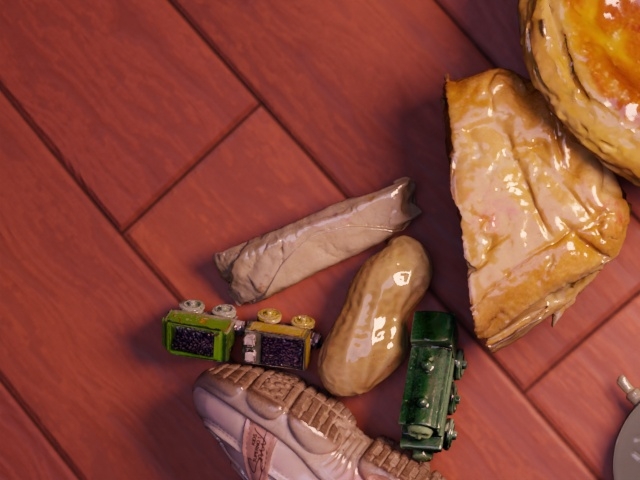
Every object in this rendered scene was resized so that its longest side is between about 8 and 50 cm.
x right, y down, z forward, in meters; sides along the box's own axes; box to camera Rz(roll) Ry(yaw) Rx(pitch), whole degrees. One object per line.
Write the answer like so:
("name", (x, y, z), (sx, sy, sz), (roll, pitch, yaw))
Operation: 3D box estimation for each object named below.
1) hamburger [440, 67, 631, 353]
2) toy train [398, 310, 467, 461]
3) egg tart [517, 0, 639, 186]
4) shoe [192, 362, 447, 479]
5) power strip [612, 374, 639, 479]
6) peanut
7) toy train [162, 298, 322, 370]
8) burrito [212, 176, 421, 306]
("hamburger", (0.261, -0.041, 1.836), (0.209, 0.162, 0.330), (-8, 81, 8))
("toy train", (0.131, 0.175, 1.858), (0.071, 0.111, 0.170), (4, 64, 14))
("egg tart", (0.435, -0.246, 1.788), (0.443, 0.178, 0.443), (0, 77, 1))
("shoe", (-0.026, 0.295, 1.864), (0.351, 0.172, 0.198), (32, 99, 16))
("power strip", (0.422, 0.267, 1.815), (0.167, 0.054, 0.253), (-25, 80, 22))
("peanut", (0.069, 0.094, 1.899), (0.098, 0.090, 0.214), (23, 90, 34))
("toy train", (-0.100, 0.119, 1.932), (0.202, 0.081, 0.060), (8, 115, 11))
("burrito", (0.000, 0.000, 1.936), (0.275, 0.059, 0.082), (-23, 121, 7))
